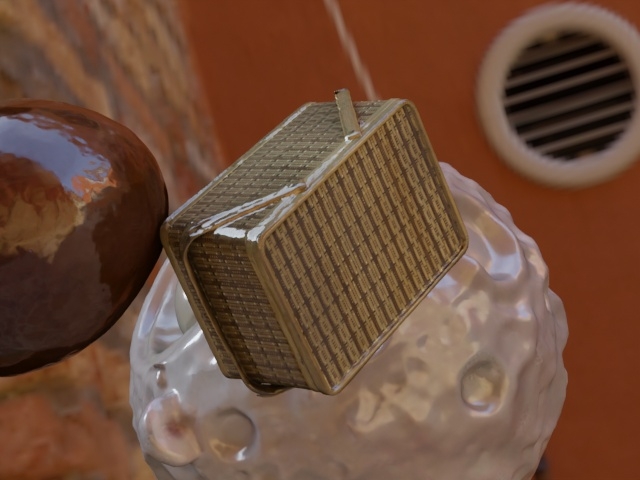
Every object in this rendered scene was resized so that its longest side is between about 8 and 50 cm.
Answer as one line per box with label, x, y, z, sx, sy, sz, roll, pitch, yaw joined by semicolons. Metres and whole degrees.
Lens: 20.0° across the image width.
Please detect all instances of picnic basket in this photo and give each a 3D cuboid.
picnic basket;0.000;0.000;1.025;0.079;0.115;0.164;3;37;44

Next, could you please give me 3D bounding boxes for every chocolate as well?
chocolate;-0.164;-0.004;1.010;0.177;0.176;0.177;-15;-10;-3

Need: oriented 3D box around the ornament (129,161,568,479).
ornament;0.026;0.096;1.369;0.337;0.337;0.337;-15;-10;-3
